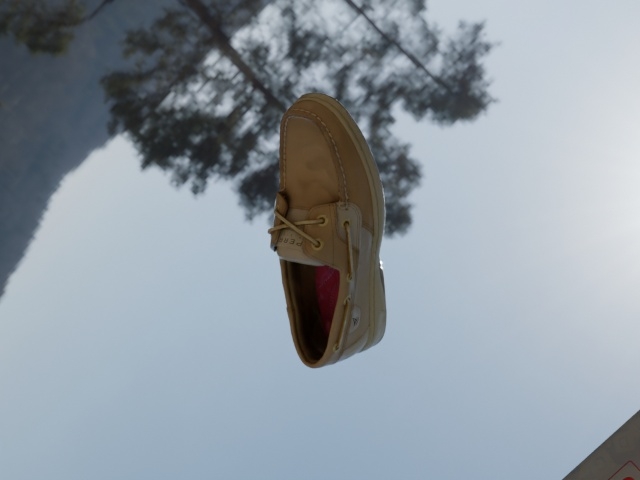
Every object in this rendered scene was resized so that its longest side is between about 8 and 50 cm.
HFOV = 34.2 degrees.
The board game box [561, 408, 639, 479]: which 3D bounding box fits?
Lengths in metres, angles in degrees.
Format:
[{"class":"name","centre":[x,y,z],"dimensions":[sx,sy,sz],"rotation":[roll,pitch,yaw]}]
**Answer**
[{"class":"board game box","centre":[0.215,0.216,0.658],"dimensions":[0.318,0.318,0.066],"rotation":[-44,-130,4]}]

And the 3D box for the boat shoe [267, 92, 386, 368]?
[{"class":"boat shoe","centre":[0.000,0.000,0.614],"dimensions":[0.063,0.170,0.059],"rotation":[10,-150,42]}]
